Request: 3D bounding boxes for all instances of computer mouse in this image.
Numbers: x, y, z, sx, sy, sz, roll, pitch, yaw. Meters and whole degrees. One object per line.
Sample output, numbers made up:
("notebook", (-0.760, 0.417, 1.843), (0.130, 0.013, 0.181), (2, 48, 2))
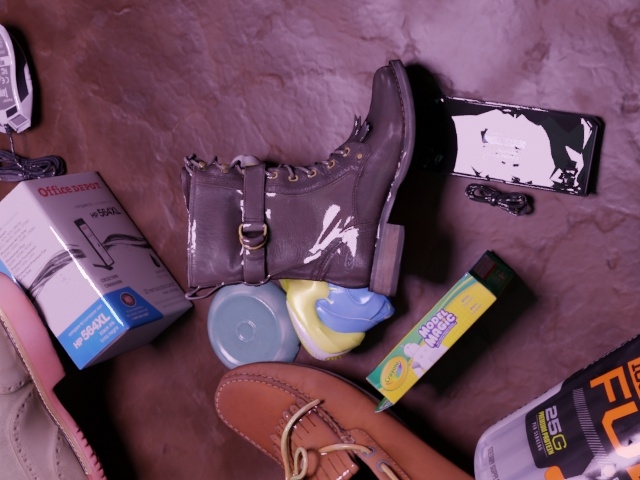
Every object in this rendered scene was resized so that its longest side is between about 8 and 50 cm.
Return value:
("computer mouse", (-0.366, -0.165, 1.380), (0.106, 0.042, 0.193), (-2, 103, 29))

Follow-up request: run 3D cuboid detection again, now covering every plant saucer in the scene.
("plant saucer", (-0.079, 0.100, 1.300), (0.119, 0.021, 0.119), (4, 99, 24))

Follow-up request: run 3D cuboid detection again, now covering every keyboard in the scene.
("keyboard", (0.182, -0.081, 1.158), (0.180, 0.023, 0.108), (11, 96, 23))

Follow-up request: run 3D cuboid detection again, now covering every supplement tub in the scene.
("supplement tub", (0.324, 0.180, 1.030), (0.338, 0.207, 0.207), (-38, 82, 23))

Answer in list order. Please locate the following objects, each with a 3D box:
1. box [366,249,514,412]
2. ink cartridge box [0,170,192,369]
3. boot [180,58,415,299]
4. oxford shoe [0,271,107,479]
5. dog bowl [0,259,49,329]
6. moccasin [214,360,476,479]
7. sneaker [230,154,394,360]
("box", (0.114, 0.093, 1.166), (0.043, 0.105, 0.179), (42, 111, 7))
("ink cartridge box", (-0.261, 0.028, 1.300), (0.086, 0.148, 0.203), (-40, 82, 23))
("boot", (-0.025, -0.062, 1.151), (0.229, 0.091, 0.262), (6, 80, 4))
("oxford shoe", (-0.348, 0.231, 1.315), (0.140, 0.147, 0.396), (19, 133, 51))
("dog bowl", (-0.440, 0.044, 1.425), (0.297, 0.074, 0.165), (11, 102, 23))
("moccasin", (0.029, 0.250, 1.182), (0.380, 0.147, 0.139), (36, 135, 26))
("sneaker", (0.000, 0.000, 1.228), (0.126, 0.091, 0.240), (-27, 86, 6))
